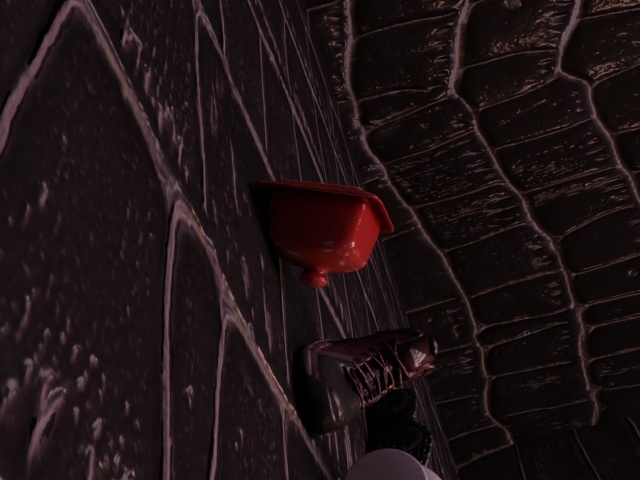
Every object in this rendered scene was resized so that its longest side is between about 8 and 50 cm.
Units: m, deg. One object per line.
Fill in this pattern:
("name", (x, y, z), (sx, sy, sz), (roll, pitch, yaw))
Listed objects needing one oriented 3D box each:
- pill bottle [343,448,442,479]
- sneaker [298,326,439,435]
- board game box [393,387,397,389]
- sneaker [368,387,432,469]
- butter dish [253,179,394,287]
("pill bottle", (0.103, 0.353, 1.084), (0.245, 0.136, 0.136), (67, 11, -48))
("sneaker", (0.068, 0.156, 1.118), (0.281, 0.163, 0.106), (-41, 116, -82))
("board game box", (0.149, 0.371, 1.778), (0.259, 0.039, 0.124), (-34, 109, -79))
("sneaker", (0.140, 0.361, 1.496), (0.286, 0.109, 0.130), (-76, 156, -71))
("butter dish", (0.000, 0.000, 1.102), (0.160, 0.160, 0.118), (51, 47, -70))
